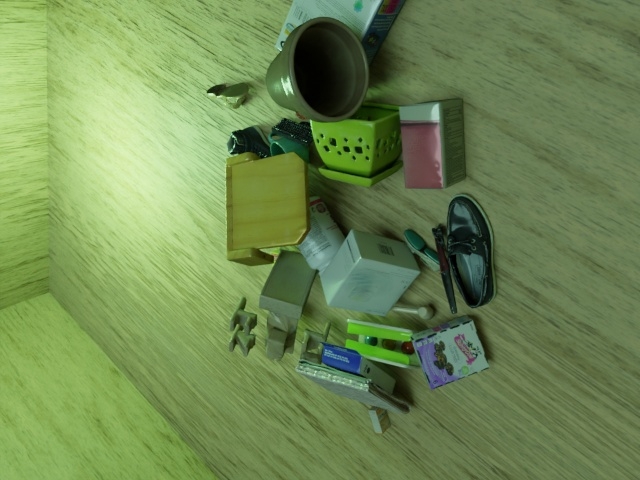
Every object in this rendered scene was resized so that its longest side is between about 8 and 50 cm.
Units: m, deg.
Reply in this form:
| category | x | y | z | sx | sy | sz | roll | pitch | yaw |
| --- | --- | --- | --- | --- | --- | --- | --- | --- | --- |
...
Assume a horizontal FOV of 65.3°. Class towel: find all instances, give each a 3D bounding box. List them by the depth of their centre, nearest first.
| category | x | y | z | sx | sy | sz | roll | pitch | yaw |
| --- | --- | --- | --- | --- | --- | --- | --- | --- | --- |
| towel | 0.116 | 0.526 | 1.789 | 0.331 | 0.053 | 0.317 | 4 | 153 | 40 |

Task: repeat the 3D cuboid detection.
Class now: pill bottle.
| category | x | y | z | sx | sy | sz | roll | pitch | yaw |
| --- | --- | --- | --- | --- | --- | --- | --- | --- | --- |
| pill bottle | 0.000 | 0.000 | 1.753 | 0.160 | 0.160 | 0.283 | -35 | 84 | 42 |

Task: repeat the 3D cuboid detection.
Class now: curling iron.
| category | x | y | z | sx | sy | sz | roll | pitch | yaw |
| --- | --- | --- | --- | --- | --- | --- | --- | --- | --- |
| curling iron | 0.372 | 0.085 | 1.506 | 0.035 | 0.068 | 0.274 | -11 | 81 | 17 |

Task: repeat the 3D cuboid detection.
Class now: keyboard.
| category | x | y | z | sx | sy | sz | roll | pitch | yaw |
| --- | --- | --- | --- | --- | --- | --- | --- | --- | --- |
| keyboard | -0.075 | -0.382 | 1.706 | 0.180 | 0.108 | 0.023 | 30 | 149 | 33 |

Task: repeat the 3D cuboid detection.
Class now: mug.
| category | x | y | z | sx | sy | sz | roll | pitch | yaw |
| --- | --- | --- | --- | --- | --- | --- | --- | --- | --- |
| mug | -0.104 | -0.313 | 1.739 | 0.129 | 0.097 | 0.158 | 13 | 128 | 60 |

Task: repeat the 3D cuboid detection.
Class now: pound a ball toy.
| category | x | y | z | sx | sy | sz | roll | pitch | yaw |
| --- | --- | --- | --- | --- | --- | --- | --- | --- | --- |
| pound a ball toy | 0.246 | 0.318 | 1.720 | 0.319 | 0.135 | 0.208 | 2 | 78 | 42 |

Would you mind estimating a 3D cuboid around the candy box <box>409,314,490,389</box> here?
| category | x | y | z | sx | sy | sz | roll | pitch | yaw |
| --- | --- | --- | --- | --- | --- | --- | --- | --- | --- |
| candy box | 0.400 | 0.345 | 1.552 | 0.196 | 0.070 | 0.165 | -21 | 94 | 2 |

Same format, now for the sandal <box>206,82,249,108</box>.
| category | x | y | z | sx | sy | sz | roll | pitch | yaw |
| --- | --- | --- | --- | --- | --- | --- | --- | --- | --- |
| sandal | -0.333 | -0.538 | 1.887 | 0.240 | 0.088 | 0.079 | 18 | 149 | 41 |

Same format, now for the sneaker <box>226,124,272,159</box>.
| category | x | y | z | sx | sy | sz | roll | pitch | yaw |
| --- | --- | --- | --- | --- | --- | --- | --- | --- | --- |
| sneaker | -0.242 | -0.317 | 1.826 | 0.226 | 0.163 | 0.086 | 50 | 129 | 11 |

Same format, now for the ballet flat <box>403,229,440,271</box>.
| category | x | y | z | sx | sy | sz | roll | pitch | yaw |
| --- | --- | --- | --- | --- | --- | --- | --- | --- | --- |
| ballet flat | 0.318 | 0.036 | 1.580 | 0.168 | 0.057 | 0.052 | 45 | 139 | 17 |

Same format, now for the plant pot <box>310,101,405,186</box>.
| category | x | y | z | sx | sy | sz | roll | pitch | yaw |
| --- | --- | --- | --- | --- | --- | --- | --- | --- | --- |
| plant pot | 0.122 | -0.290 | 1.504 | 0.228 | 0.227 | 0.207 | 18 | 123 | 33 |

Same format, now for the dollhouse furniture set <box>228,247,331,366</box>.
| category | x | y | z | sx | sy | sz | roll | pitch | yaw |
| --- | --- | --- | --- | --- | --- | --- | --- | --- | --- |
| dollhouse furniture set | -0.131 | 0.270 | 1.908 | 0.362 | 0.256 | 0.394 | 15 | 132 | 6 |

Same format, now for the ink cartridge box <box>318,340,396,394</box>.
| category | x | y | z | sx | sy | sz | roll | pitch | yaw |
| --- | --- | --- | --- | --- | --- | --- | --- | --- | --- |
| ink cartridge box | 0.124 | 0.451 | 1.757 | 0.165 | 0.065 | 0.332 | 6 | 153 | 39 |

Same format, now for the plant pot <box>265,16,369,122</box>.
| category | x | y | z | sx | sy | sz | roll | pitch | yaw |
| --- | --- | --- | --- | --- | --- | --- | --- | --- | --- |
| plant pot | -0.032 | -0.450 | 1.379 | 0.229 | 0.263 | 0.263 | 9 | 114 | 55 |

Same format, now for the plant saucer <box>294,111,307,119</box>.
| category | x | y | z | sx | sy | sz | roll | pitch | yaw |
| --- | --- | --- | --- | --- | --- | --- | --- | --- | --- |
| plant saucer | -0.056 | -0.457 | 1.717 | 0.083 | 0.013 | 0.084 | 16 | 117 | 35 |

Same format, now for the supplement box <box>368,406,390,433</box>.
| category | x | y | z | sx | sy | sz | roll | pitch | yaw |
| --- | --- | --- | --- | --- | --- | --- | --- | --- | --- |
| supplement box | 0.225 | 0.676 | 1.900 | 0.036 | 0.062 | 0.099 | -11 | 100 | 42 |

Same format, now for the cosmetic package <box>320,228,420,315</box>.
| category | x | y | z | sx | sy | sz | roll | pitch | yaw |
| --- | --- | --- | --- | --- | --- | --- | --- | --- | --- |
| cosmetic package | 0.154 | 0.110 | 1.597 | 0.225 | 0.224 | 0.138 | -58 | 31 | 34 |

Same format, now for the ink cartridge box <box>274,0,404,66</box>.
| category | x | y | z | sx | sy | sz | roll | pitch | yaw |
| --- | --- | --- | --- | --- | --- | --- | --- | --- | --- |
| ink cartridge box | 0.039 | -0.621 | 1.482 | 0.270 | 0.151 | 0.395 | 45 | 128 | 15 |

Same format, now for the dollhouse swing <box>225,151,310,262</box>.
| category | x | y | z | sx | sy | sz | roll | pitch | yaw |
| --- | --- | --- | --- | --- | --- | --- | --- | --- | --- |
| dollhouse swing | -0.151 | -0.106 | 1.703 | 0.304 | 0.315 | 0.347 | -5 | 80 | 13 |

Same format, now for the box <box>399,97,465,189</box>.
| category | x | y | z | sx | sy | sz | roll | pitch | yaw |
| --- | --- | --- | --- | --- | --- | --- | --- | --- | --- |
| box | 0.315 | -0.270 | 1.397 | 0.126 | 0.148 | 0.233 | 5 | 110 | 39 |

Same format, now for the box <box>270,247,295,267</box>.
| category | x | y | z | sx | sy | sz | roll | pitch | yaw |
| --- | --- | --- | --- | --- | --- | --- | --- | --- | --- |
| box | -0.137 | 0.151 | 1.991 | 0.087 | 0.058 | 0.232 | 10 | 113 | 37 |

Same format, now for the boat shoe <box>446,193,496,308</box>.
| category | x | y | z | sx | sy | sz | roll | pitch | yaw |
| --- | --- | --- | --- | --- | --- | --- | --- | --- | --- |
| boat shoe | 0.426 | 0.039 | 1.452 | 0.127 | 0.113 | 0.340 | 0 | 107 | 40 |
